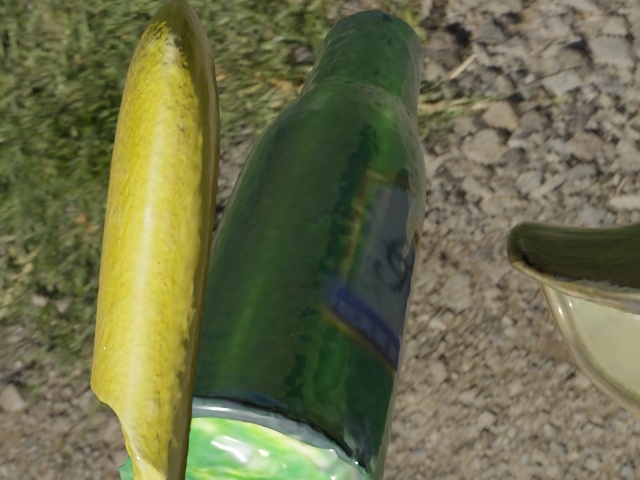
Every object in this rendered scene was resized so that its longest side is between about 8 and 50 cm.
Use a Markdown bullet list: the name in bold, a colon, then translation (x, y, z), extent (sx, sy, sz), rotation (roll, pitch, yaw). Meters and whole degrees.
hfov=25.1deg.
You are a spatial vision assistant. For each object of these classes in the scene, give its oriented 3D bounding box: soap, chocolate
- **soap**: translation (-0.050, 0.013, 0.430), extent (0.033, 0.089, 0.168), rotation (5, 86, -3)
- **chocolate**: translation (0.000, 0.000, 0.654), extent (0.110, 0.291, 0.110), rotation (8, 135, 8)

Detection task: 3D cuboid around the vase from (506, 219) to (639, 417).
- **vase**: translation (0.298, -0.001, 0.700), extent (0.302, 0.241, 0.329), rotation (-46, 54, -5)
